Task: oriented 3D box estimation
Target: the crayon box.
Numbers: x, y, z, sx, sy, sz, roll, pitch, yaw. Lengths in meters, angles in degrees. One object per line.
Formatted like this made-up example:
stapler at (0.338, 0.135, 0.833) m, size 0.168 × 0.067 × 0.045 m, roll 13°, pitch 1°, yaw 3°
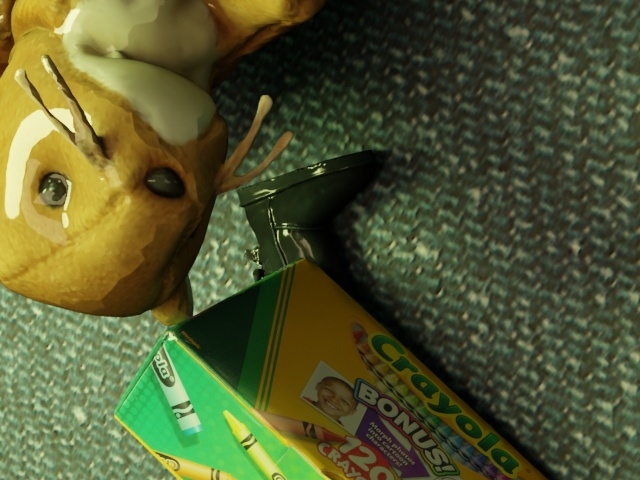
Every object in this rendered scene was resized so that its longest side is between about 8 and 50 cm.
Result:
crayon box at (0.030, 0.148, 1.197) m, size 0.278 × 0.165 × 0.081 m, roll 42°, pitch 121°, yaw 12°

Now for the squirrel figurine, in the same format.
squirrel figurine at (-0.142, -0.132, 1.196) m, size 0.397 × 0.281 × 0.370 m, roll -8°, pitch 73°, yaw 53°

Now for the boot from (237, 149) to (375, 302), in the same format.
boot at (0.000, 0.000, 1.291) m, size 0.121 × 0.045 × 0.099 m, roll -19°, pitch 88°, yaw 39°
